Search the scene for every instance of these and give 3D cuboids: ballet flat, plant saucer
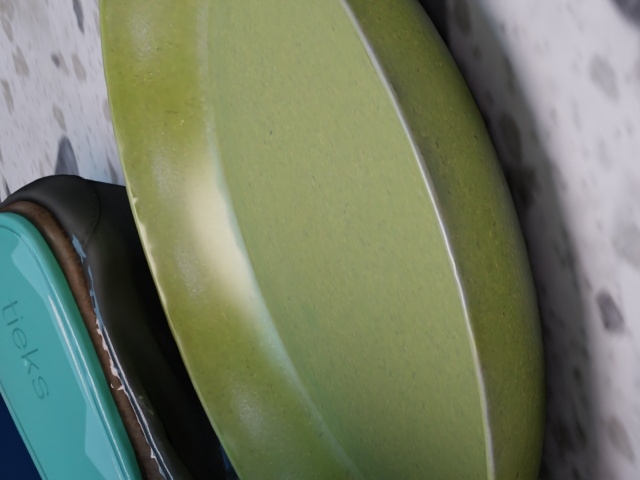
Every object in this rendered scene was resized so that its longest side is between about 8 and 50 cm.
[{"bbox_3d":[-0.048,0.110,0.684,0.095,0.096,0.280,-13,88,45],"label":"ballet flat"},{"bbox_3d":[0.000,0.000,0.552,0.241,0.037,0.241,49,150,43],"label":"plant saucer"}]

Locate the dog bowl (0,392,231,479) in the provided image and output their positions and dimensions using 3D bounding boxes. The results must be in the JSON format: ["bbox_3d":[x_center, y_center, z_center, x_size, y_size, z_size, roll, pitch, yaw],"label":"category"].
[{"bbox_3d":[-0.098,0.129,0.745,0.074,0.166,0.297,-15,94,58],"label":"dog bowl"}]
